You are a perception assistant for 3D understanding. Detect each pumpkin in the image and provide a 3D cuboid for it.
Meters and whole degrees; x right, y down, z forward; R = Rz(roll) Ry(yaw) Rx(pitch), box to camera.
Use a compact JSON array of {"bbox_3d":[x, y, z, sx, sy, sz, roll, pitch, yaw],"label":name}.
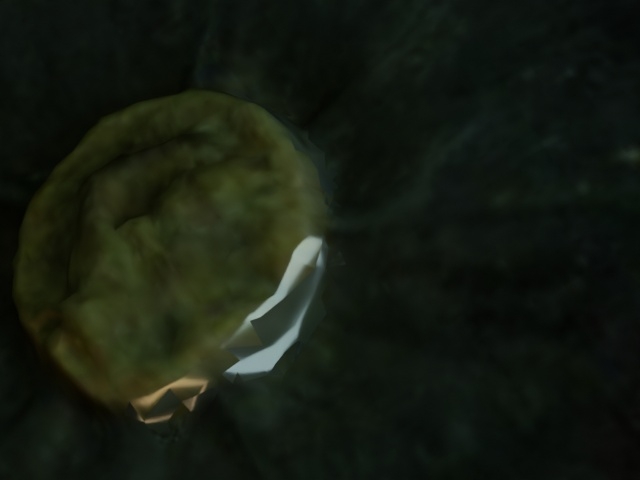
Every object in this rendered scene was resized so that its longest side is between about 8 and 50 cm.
[{"bbox_3d":[0.010,0.064,0.559,0.454,0.454,0.344,-11,156,12],"label":"pumpkin"}]
